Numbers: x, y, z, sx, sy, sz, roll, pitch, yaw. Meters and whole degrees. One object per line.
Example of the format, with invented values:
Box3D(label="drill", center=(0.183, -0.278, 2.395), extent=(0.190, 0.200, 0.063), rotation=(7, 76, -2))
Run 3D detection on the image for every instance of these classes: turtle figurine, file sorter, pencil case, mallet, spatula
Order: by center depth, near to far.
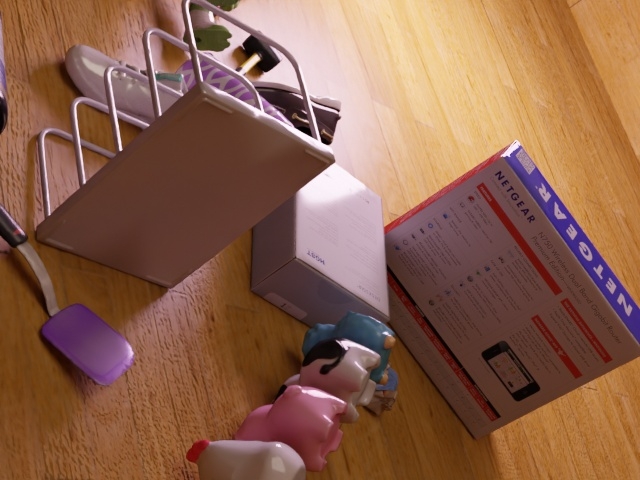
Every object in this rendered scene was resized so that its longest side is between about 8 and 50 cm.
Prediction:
Box3D(label="spatula", center=(-0.301, 0.025, 1.237), extent=(0.296, 0.030, 0.084), rotation=(54, 30, -3))
Box3D(label="file sorter", center=(-0.161, -0.109, 1.323), extent=(0.192, 0.277, 0.173), rotation=(23, 42, -42))
Box3D(label="pencil case", center=(-0.112, -0.162, 1.573), extent=(0.086, 0.088, 0.206), rotation=(-36, 64, -23))
Box3D(label="turtle figurine", center=(-0.125, -0.413, 1.740), extent=(0.274, 0.197, 0.266), rotation=(26, 45, -35))
Box3D(label="mallet", center=(-0.120, -0.261, 1.762), extent=(0.062, 0.039, 0.189), rotation=(54, 35, -5))

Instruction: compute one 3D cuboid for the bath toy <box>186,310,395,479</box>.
Box3D(label="bath toy", center=(-0.035, 0.205, 1.350), extent=(0.129, 0.151, 0.348), rotation=(20, 30, 16))

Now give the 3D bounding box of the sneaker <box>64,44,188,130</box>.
Box3D(label="sneaker", center=(-0.218, -0.191, 1.497), extent=(0.212, 0.094, 0.080), rotation=(36, 37, -29))

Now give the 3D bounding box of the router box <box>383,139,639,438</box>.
Box3D(label="router box", center=(0.250, 0.079, 1.692), extent=(0.335, 0.301, 0.082), rotation=(54, 31, -4))

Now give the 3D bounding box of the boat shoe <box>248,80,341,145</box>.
Box3D(label="boat shoe", center=(-0.051, -0.187, 1.740), extent=(0.227, 0.081, 0.069), rotation=(7, 88, -50))

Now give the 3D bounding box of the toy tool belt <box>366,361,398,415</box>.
Box3D(label="toy tool belt", center=(0.087, 0.191, 1.600), extent=(0.052, 0.051, 0.083), rotation=(41, 33, -23))

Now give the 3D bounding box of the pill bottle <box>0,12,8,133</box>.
Box3D(label="pill bottle", center=(-0.393, -0.205, 1.236), extent=(0.122, 0.122, 0.219), rotation=(23, 41, -42))

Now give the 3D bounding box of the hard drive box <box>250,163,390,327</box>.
Box3D(label="hard drive box", center=(0.000, 0.000, 1.624), extent=(0.181, 0.089, 0.232), rotation=(34, 36, -31))
